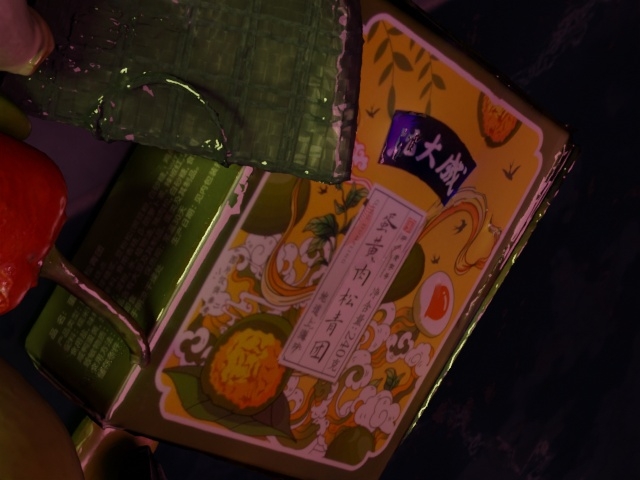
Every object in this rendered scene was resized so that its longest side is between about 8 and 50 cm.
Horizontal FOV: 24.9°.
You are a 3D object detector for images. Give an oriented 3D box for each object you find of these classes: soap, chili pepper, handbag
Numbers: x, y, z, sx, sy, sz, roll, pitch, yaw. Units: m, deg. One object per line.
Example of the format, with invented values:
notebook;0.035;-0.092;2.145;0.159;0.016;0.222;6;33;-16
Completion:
soap;-0.196;0.203;1.265;0.140;0.045;0.089;-60;144;-1
chili pepper;-0.246;-0.018;0.993;0.338;0.131;0.134;14;125;-39
handbag;-0.092;-0.142;1.043;0.089;0.270;0.175;-75;180;-75

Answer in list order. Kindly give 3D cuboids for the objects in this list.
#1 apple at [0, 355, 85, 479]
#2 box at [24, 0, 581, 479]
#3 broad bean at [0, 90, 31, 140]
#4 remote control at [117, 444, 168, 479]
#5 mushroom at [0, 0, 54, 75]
apple;-0.294;0.219;0.981;0.295;0.233;0.258;-50;167;7
box;0.000;0.000;1.262;0.373;0.138;0.420;28;93;-48
broad bean;-0.300;-0.126;0.953;0.297;0.060;0.043;32;51;-52
remote control;-0.147;0.285;1.286;0.066;0.090;0.266;-16;131;-6
mushroom;-0.277;-0.210;0.881;0.351;0.109;0.097;48;61;-48
